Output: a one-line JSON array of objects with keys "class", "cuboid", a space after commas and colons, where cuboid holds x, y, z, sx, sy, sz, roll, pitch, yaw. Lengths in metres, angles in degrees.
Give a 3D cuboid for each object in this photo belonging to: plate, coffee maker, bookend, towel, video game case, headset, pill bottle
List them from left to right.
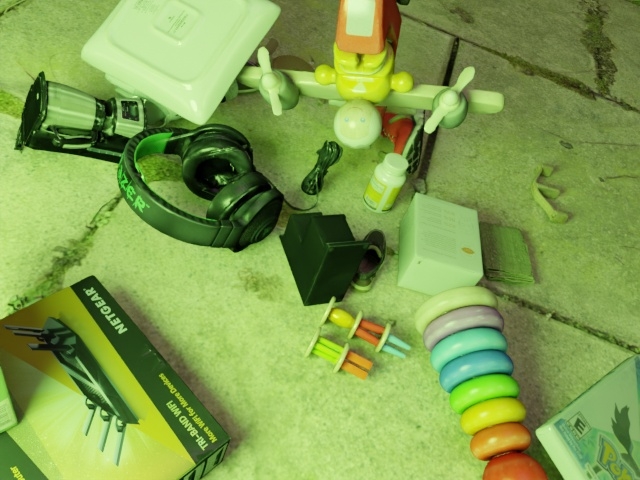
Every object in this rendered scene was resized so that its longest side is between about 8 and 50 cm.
[{"class": "coffee maker", "cuboid": [-0.416, -0.203, 1.019, 0.178, 0.171, 0.120, 8, 84, -39]}, {"class": "plate", "cuboid": [-0.257, -0.387, 1.056, 0.278, 0.045, 0.277, 30, 80, 7]}, {"class": "headset", "cuboid": [-0.140, -0.113, 1.003, 0.394, 0.185, 0.243, -1, 48, -44]}, {"class": "bookend", "cuboid": [0.000, 0.000, 0.973, 0.072, 0.156, 0.157, -5, 51, -24]}, {"class": "pill bottle", "cuboid": [0.130, -0.114, 1.151, 0.065, 0.116, 0.065, 11, 47, -12]}, {"class": "towel", "cuboid": [0.369, 0.024, 1.177, 0.110, 0.027, 0.148, 10, 48, -10]}, {"class": "video game case", "cuboid": [0.496, 0.362, 0.850, 0.300, 0.036, 0.329, -16, 68, -38]}]

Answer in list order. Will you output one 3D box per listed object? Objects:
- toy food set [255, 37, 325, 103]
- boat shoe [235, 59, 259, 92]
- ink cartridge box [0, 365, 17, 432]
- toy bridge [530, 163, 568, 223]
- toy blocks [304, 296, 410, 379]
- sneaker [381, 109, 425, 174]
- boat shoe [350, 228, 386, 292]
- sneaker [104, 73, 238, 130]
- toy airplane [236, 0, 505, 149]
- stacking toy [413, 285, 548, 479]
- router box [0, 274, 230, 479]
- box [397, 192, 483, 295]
[{"class": "toy food set", "cuboid": [-0.062, -0.393, 1.395, 0.192, 0.038, 0.132, 31, 49, -7]}, {"class": "boat shoe", "cuboid": [-0.283, -0.407, 1.279, 0.335, 0.095, 0.112, 10, 47, -12]}, {"class": "ink cartridge box", "cuboid": [-0.402, 0.080, 0.629, 0.056, 0.171, 0.235, -24, 60, -33]}, {"class": "toy bridge", "cuboid": [0.526, -0.117, 1.364, 0.063, 0.026, 0.188, 13, 46, -8]}, {"class": "toy blocks", "cuboid": [0.063, 0.167, 0.916, 0.148, 0.054, 0.123, 26, 45, 3]}, {"class": "sneaker", "cuboid": [0.174, -0.246, 1.321, 0.118, 0.107, 0.279, 5, 42, 9]}, {"class": "boat shoe", "cuboid": [0.094, 0.028, 1.055, 0.056, 0.049, 0.152, 21, 45, 0]}, {"class": "sneaker", "cuboid": [-0.335, -0.381, 1.142, 0.210, 0.137, 0.366, -33, 75, -8]}, {"class": "toy airplane", "cuboid": [0.081, -0.277, 1.086, 0.384, 0.386, 0.272, 29, 61, -32]}, {"class": "stacking toy", "cuboid": [0.248, 0.238, 0.872, 0.141, 0.141, 0.330, 1, 53, -19]}, {"class": "router box", "cuboid": [-0.304, 0.216, 0.716, 0.309, 0.081, 0.243, 42, 49, 19]}, {"class": "box", "cuboid": [0.220, 0.012, 1.088, 0.130, 0.091, 0.170, 17, 46, -6]}]
